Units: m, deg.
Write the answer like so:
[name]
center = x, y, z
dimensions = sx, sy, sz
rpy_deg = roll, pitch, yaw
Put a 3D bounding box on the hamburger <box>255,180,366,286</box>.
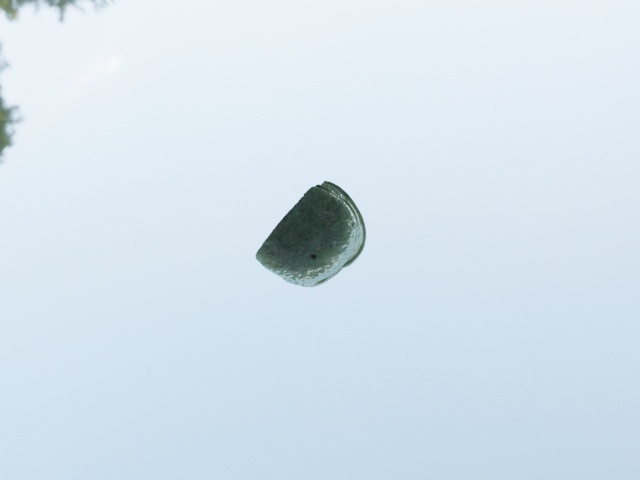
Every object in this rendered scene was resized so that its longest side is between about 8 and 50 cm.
[hamburger]
center = 0.000, -0.001, 1.034
dimensions = 0.084, 0.054, 0.121
rpy_deg = 35, -98, 17
